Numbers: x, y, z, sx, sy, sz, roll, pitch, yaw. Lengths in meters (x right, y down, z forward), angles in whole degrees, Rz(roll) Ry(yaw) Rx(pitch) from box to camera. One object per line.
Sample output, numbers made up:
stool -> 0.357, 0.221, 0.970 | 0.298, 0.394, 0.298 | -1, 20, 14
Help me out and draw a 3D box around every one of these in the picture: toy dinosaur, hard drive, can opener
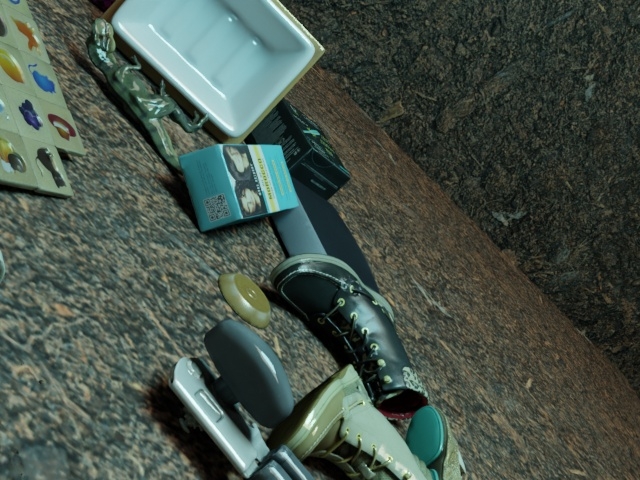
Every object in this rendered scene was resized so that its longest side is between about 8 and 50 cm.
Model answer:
toy dinosaur -> -0.225, -0.181, 1.139 | 0.268, 0.064, 0.118 | 54, 26, 6
hard drive -> 0.000, 0.000, 1.302 | 0.172, 0.054, 0.254 | 33, 22, -42
can opener -> -0.028, 0.200, 0.709 | 0.280, 0.093, 0.074 | 54, 15, 3

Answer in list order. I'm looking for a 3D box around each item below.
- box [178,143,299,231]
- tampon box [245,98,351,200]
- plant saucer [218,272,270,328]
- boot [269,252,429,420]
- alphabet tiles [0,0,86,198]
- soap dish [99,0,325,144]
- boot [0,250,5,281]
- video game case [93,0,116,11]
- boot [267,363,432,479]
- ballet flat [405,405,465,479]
box -> -0.105, -0.077, 1.139 | 0.244, 0.060, 0.100 | -23, 96, -73
tampon box -> -0.043, -0.149, 1.454 | 0.120, 0.101, 0.161 | 33, 21, -45
plant saucer -> -0.086, 0.067, 0.989 | 0.083, 0.015, 0.083 | 43, 17, -17
boot -> 0.044, 0.124, 1.073 | 0.236, 0.085, 0.178 | 34, 23, -42
alphabet tiles -> -0.341, -0.202, 0.783 | 0.342, 0.011, 0.285 | 66, 13, 10
soap dish -> -0.174, -0.325, 1.333 | 0.291, 0.229, 0.118 | 42, 0, -20
boot -> -0.330, -0.057, 0.529 | 0.176, 0.088, 0.244 | 55, 11, 29
video game case -> -0.419, -0.487, 1.375 | 0.232, 0.042, 0.210 | 37, 19, -36
boot -> 0.039, 0.223, 0.848 | 0.165, 0.077, 0.213 | 52, 16, 6
ballet flat -> 0.141, 0.283, 0.983 | 0.067, 0.073, 0.206 | 43, 26, -18
